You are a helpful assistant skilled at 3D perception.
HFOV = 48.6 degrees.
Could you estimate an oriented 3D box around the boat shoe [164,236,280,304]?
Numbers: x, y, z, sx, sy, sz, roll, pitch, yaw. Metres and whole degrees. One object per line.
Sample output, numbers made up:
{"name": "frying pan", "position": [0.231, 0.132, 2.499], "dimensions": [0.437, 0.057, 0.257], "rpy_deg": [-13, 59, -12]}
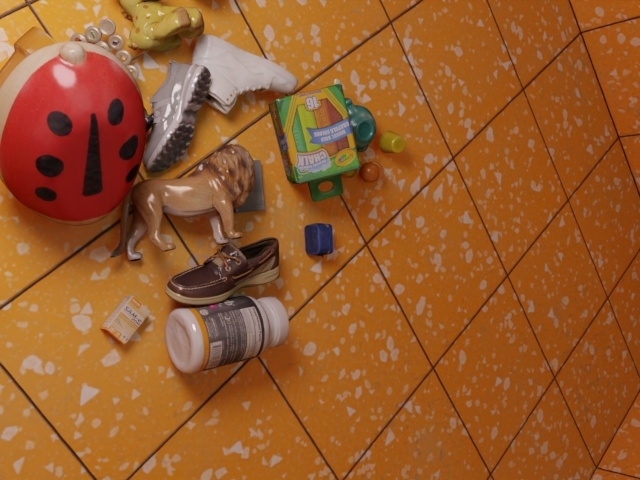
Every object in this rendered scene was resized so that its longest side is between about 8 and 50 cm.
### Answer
{"name": "boat shoe", "position": [-0.231, 0.061, 1.747], "dimensions": [0.342, 0.123, 0.123], "rpy_deg": [-14, 124, -42]}

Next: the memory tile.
{"name": "memory tile", "position": [-0.486, -0.414, 1.602], "dimensions": [0.113, 0.012, 0.148], "rpy_deg": [-23, 107, 4]}

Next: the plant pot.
{"name": "plant pot", "position": [-0.586, -0.299, 1.459], "dimensions": [0.188, 0.205, 0.205], "rpy_deg": [-46, 117, -13]}

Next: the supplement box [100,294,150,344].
{"name": "supplement box", "position": [-0.452, 0.184, 1.642], "dimensions": [0.062, 0.036, 0.098], "rpy_deg": [49, 61, -28]}

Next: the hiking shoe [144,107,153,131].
{"name": "hiking shoe", "position": [-0.499, -0.262, 1.600], "dimensions": [0.227, 0.086, 0.114], "rpy_deg": [-28, 81, -28]}

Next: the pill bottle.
{"name": "pill bottle", "position": [-0.226, 0.223, 1.746], "dimensions": [0.278, 0.162, 0.162], "rpy_deg": [-8, 94, -40]}

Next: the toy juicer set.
{"name": "toy juicer set", "position": [0.087, -0.297, 2.073], "dimensions": [0.329, 0.089, 0.209], "rpy_deg": [34, 87, -35]}

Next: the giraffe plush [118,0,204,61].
{"name": "giraffe plush", "position": [-0.396, -0.537, 1.652], "dimensions": [0.210, 0.181, 0.171], "rpy_deg": [-24, 95, -2]}

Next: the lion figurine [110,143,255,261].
{"name": "lion figurine", "position": [-0.323, -0.098, 1.683], "dimensions": [0.392, 0.142, 0.240], "rpy_deg": [-11, 85, -29]}

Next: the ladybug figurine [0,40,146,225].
{"name": "ladybug figurine", "position": [-0.478, -0.184, 1.394], "dimensions": [0.305, 0.449, 0.162], "rpy_deg": [-20, 60, -27]}

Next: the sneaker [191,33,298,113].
{"name": "sneaker", "position": [-0.204, -0.394, 1.823], "dimensions": [0.292, 0.108, 0.169], "rpy_deg": [17, 80, -28]}

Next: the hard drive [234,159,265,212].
{"name": "hard drive", "position": [-0.195, -0.144, 1.868], "dimensions": [0.094, 0.022, 0.135], "rpy_deg": [-8, 94, -39]}

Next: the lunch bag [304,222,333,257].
{"name": "lunch bag", "position": [0.000, 0.000, 1.993], "dimensions": [0.065, 0.067, 0.098], "rpy_deg": [-4, 92, -39]}

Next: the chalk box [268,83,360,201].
{"name": "chalk box", "position": [-0.011, -0.249, 1.884], "dimensions": [0.180, 0.179, 0.289], "rpy_deg": [-17, 100, -8]}

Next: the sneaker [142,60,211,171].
{"name": "sneaker", "position": [-0.364, -0.298, 1.702], "dimensions": [0.281, 0.115, 0.105], "rpy_deg": [-66, 164, -4]}
